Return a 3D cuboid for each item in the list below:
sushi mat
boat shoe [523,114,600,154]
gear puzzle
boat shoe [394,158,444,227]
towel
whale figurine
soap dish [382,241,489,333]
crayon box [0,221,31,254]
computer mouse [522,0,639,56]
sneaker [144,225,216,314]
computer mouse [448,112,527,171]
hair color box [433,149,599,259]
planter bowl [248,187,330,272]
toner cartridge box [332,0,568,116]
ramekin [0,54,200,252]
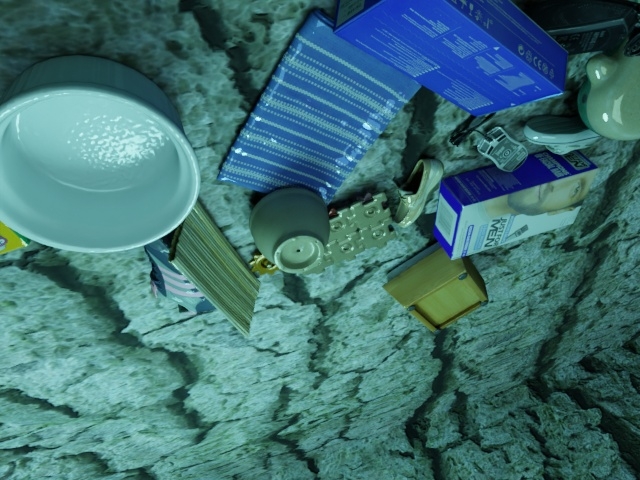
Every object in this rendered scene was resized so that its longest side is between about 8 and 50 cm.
[{"bbox_3d":[-0.199,0.064,0.897,0.019,0.151,0.316,-4,143,17],"label":"sushi mat"},{"bbox_3d":[0.529,-0.220,0.961,0.227,0.083,0.075,-8,137,-18],"label":"boat shoe"},{"bbox_3d":[0.000,0.000,1.000,0.339,0.044,0.175,-23,138,3],"label":"gear puzzle"},{"bbox_3d":[0.198,-0.105,0.960,0.059,0.063,0.170,9,121,-28],"label":"boat shoe"},{"bbox_3d":[-0.002,-0.197,0.782,0.243,0.040,0.336,15,128,-35],"label":"towel"},{"bbox_3d":[0.601,-0.335,0.855,0.217,0.141,0.271,0,113,-6],"label":"whale figurine"},{"bbox_3d":[0.334,0.138,1.240,0.229,0.118,0.291,-35,139,14],"label":"soap dish"},{"bbox_3d":[-0.614,-0.027,0.657,0.279,0.081,0.165,-18,140,-5],"label":"crayon box"},{"bbox_3d":[0.423,-0.352,0.724,0.273,0.072,0.188,-1,180,17],"label":"computer mouse"},{"bbox_3d":[-0.297,0.059,0.873,0.131,0.112,0.319,-25,138,3],"label":"sneaker"},{"bbox_3d":[0.364,-0.206,0.938,0.193,0.042,0.106,25,117,-34],"label":"computer mouse"},{"bbox_3d":[0.452,-0.090,1.054,0.339,0.110,0.185,-17,139,-9],"label":"hair color box"},{"bbox_3d":[-0.052,-0.007,0.861,0.162,0.109,0.162,-9,132,-10],"label":"planter bowl"},{"bbox_3d":[0.206,-0.298,0.670,0.348,0.075,0.165,13,173,-35],"label":"toner cartridge box"},{"bbox_3d":[-0.323,-0.123,0.643,0.277,0.135,0.277,-12,139,-11],"label":"ramekin"}]
